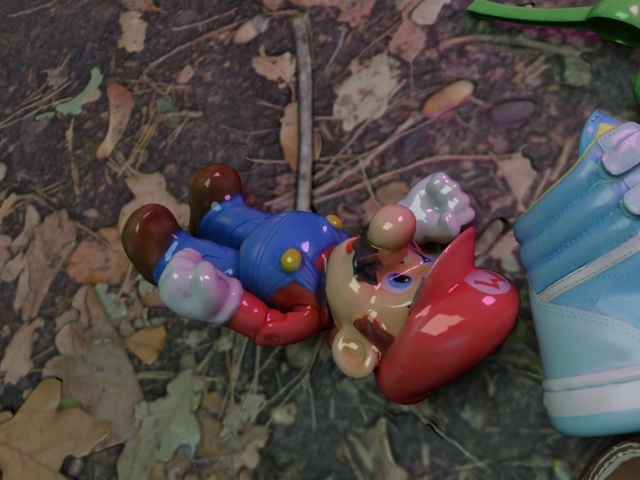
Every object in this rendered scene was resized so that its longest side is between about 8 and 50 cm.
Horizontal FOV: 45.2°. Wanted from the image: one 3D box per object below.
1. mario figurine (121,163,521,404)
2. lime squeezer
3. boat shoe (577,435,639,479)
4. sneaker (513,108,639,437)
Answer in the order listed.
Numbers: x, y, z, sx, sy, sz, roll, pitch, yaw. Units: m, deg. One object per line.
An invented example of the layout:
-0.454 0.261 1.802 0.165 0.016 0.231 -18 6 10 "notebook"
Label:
0.000 0.000 0.595 0.320 0.170 0.198 17 75 29 "mario figurine"
0.237 -0.128 0.609 0.109 0.059 0.310 -33 61 8 "lime squeezer"
0.286 0.218 0.411 0.324 0.116 0.123 35 85 30 "boat shoe"
0.274 -0.011 0.485 0.318 0.127 0.208 -19 77 15 "sneaker"
